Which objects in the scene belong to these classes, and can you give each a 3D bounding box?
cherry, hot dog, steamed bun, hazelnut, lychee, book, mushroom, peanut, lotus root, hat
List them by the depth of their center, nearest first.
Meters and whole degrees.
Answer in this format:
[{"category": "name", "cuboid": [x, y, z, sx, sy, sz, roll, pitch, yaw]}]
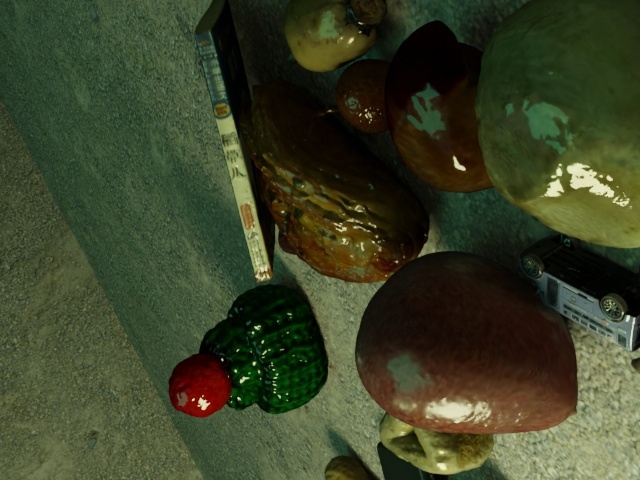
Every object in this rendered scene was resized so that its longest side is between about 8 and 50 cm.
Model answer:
[{"category": "mushroom", "cuboid": [0.257, -0.105, 0.799, 0.189, 0.164, 0.267, 17, 124, 54]}, {"category": "hazelnut", "cuboid": [0.158, -0.151, 0.939, 0.170, 0.160, 0.202, 30, 147, 48]}, {"category": "cherry", "cuboid": [0.184, 0.134, 1.047, 0.307, 0.261, 0.221, 24, 121, 29]}, {"category": "lychee", "cuboid": [0.059, -0.196, 1.129, 0.140, 0.114, 0.101, 8, 119, 19]}, {"category": "lotus root", "cuboid": [0.008, -0.297, 1.138, 0.118, 0.125, 0.221, 47, 156, -24]}, {"category": "hot dog", "cuboid": [-0.006, -0.090, 1.275, 0.387, 0.174, 0.267, 47, 163, 33]}, {"category": "steamed bun", "cuboid": [0.184, 0.263, 1.306, 0.172, 0.140, 0.155, 20, 116, 51]}, {"category": "book", "cuboid": [-0.137, -0.182, 1.421, 0.300, 0.039, 0.428, -92, -8, -64]}, {"category": "hat", "cuboid": [-0.166, 0.254, 1.693, 0.242, 0.332, 0.274, 13, 121, 56]}, {"category": "peanut", "cuboid": [0.086, 0.553, 1.746, 0.229, 0.098, 0.103, 47, 111, 36]}]

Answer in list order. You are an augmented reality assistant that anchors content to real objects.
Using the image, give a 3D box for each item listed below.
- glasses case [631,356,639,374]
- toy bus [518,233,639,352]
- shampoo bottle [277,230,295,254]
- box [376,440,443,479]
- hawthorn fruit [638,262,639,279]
[{"category": "glasses case", "cuboid": [0.429, 0.165, 0.848, 0.193, 0.070, 0.102, 53, 124, 25]}, {"category": "toy bus", "cuboid": [0.307, 0.056, 0.950, 0.167, 0.073, 0.076, 34, 142, 45]}, {"category": "shampoo bottle", "cuboid": [0.002, 0.001, 1.471, 0.236, 0.068, 0.067, 7, 119, 62]}, {"category": "box", "cuboid": [0.184, 0.487, 1.540, 0.160, 0.050, 0.230, -8, 97, 63]}, {"category": "hawthorn fruit", "cuboid": [0.373, 0.045, 0.729, 0.173, 0.173, 0.179, 2, 113, 61]}]
